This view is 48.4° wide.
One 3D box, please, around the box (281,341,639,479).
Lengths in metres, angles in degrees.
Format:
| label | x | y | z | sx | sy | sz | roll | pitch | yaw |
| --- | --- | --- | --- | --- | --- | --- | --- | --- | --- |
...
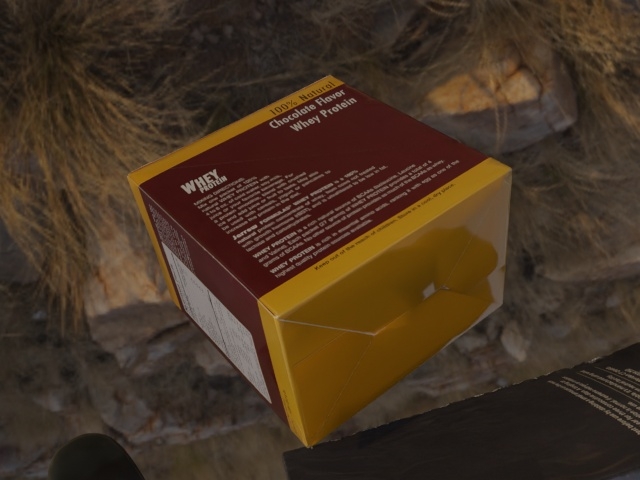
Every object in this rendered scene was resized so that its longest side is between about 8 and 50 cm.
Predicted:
| label | x | y | z | sx | sy | sz | roll | pitch | yaw |
| --- | --- | --- | --- | --- | --- | --- | --- | --- | --- |
| box | 0.169 | 0.292 | 0.505 | 0.312 | 0.343 | 0.179 | -16 | -172 | -6 |

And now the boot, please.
| label | x | y | z | sx | sy | sz | roll | pitch | yaw |
| --- | --- | --- | --- | --- | --- | --- | --- | --- | --- |
| boot | -0.167 | 0.299 | 0.640 | 0.091 | 0.263 | 0.229 | -19 | 157 | -23 |

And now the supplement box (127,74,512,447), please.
| label | x | y | z | sx | sy | sz | roll | pitch | yaw |
| --- | --- | --- | --- | --- | --- | --- | --- | --- | --- |
| supplement box | 0.000 | 0.000 | 0.522 | 0.191 | 0.194 | 0.129 | -31 | 135 | -24 |
